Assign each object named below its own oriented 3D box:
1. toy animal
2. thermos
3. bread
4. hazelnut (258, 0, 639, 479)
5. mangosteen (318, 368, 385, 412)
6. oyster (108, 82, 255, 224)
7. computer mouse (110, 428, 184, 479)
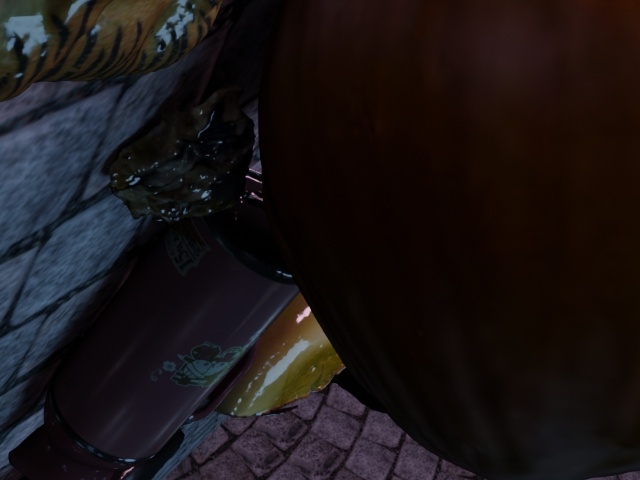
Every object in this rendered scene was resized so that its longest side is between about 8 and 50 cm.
[{"bbox_3d":[-0.072,-0.093,0.347,0.099,0.056,0.241,-41,177,26],"label":"toy animal"},{"bbox_3d":[-0.127,0.089,0.826,0.330,0.109,0.136,-49,170,28],"label":"thermos"},{"bbox_3d":[-0.046,0.105,1.295,0.261,0.158,0.156,-13,133,-48],"label":"bread"},{"bbox_3d":[0.121,-0.046,0.586,0.316,0.372,0.372,9,137,-33],"label":"hazelnut"},{"bbox_3d":[0.098,0.108,1.552,0.330,0.330,0.330,-44,173,-7],"label":"mangosteen"},{"bbox_3d":[-0.071,-0.044,0.624,0.103,0.051,0.148,-43,176,4],"label":"oyster"},{"bbox_3d":[-0.254,0.263,1.151,0.170,0.100,0.269,-46,176,0],"label":"computer mouse"}]
